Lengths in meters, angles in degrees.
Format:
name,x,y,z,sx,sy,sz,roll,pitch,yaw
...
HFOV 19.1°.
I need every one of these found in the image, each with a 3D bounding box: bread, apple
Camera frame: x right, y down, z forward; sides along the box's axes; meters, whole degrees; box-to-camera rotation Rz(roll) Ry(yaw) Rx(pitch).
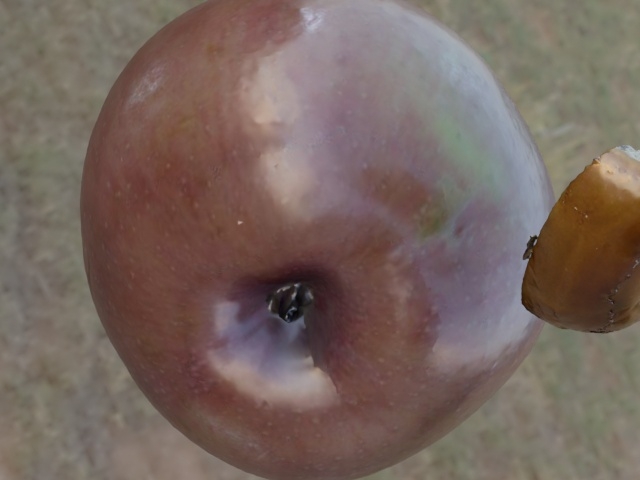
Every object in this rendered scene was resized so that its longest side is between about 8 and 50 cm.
name,x,y,z,sx,sy,sz,roll,pitch,yaw
bread,0.159,-0.003,0.890,0.044,0.126,0.129,57,-19,31
apple,0.000,0.000,1.104,0.306,0.305,0.235,54,18,-22
